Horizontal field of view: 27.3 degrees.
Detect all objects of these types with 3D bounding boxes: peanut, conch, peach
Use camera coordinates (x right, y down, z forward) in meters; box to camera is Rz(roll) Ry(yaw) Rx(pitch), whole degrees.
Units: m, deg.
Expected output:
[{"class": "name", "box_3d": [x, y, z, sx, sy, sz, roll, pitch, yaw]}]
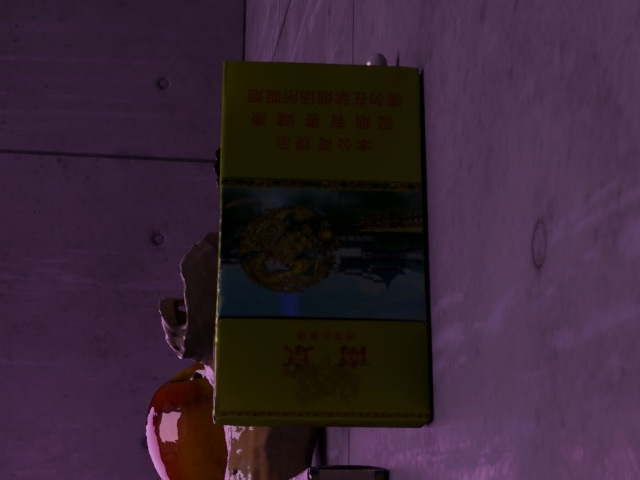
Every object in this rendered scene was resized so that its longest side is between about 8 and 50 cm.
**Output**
[{"class": "peanut", "box_3d": [-0.065, 0.295, 1.796, 0.149, 0.149, 0.313, 106, 163, -61]}, {"class": "conch", "box_3d": [-0.052, 0.092, 1.571, 0.324, 0.186, 0.263, 29, -106, -69]}, {"class": "peach", "box_3d": [-0.151, 0.324, 2.106, 0.281, 0.238, 0.281, 31, 137, 35]}]

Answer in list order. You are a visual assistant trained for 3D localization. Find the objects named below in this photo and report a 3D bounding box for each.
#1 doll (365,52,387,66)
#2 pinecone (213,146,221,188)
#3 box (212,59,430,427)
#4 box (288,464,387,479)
[{"class": "doll", "box_3d": [0.051, -0.127, 1.367, 0.113, 0.071, 0.135, -41, -38, -75]}, {"class": "pinecone", "box_3d": [-0.050, -0.107, 1.762, 0.165, 0.163, 0.163, -26, 56, 44]}, {"class": "box", "box_3d": [0.000, 0.000, 1.180, 0.047, 0.187, 0.335, 106, 165, -71]}, {"class": "box", "box_3d": [0.013, 0.395, 1.356, 0.198, 0.084, 0.310, 117, 155, -74]}]
